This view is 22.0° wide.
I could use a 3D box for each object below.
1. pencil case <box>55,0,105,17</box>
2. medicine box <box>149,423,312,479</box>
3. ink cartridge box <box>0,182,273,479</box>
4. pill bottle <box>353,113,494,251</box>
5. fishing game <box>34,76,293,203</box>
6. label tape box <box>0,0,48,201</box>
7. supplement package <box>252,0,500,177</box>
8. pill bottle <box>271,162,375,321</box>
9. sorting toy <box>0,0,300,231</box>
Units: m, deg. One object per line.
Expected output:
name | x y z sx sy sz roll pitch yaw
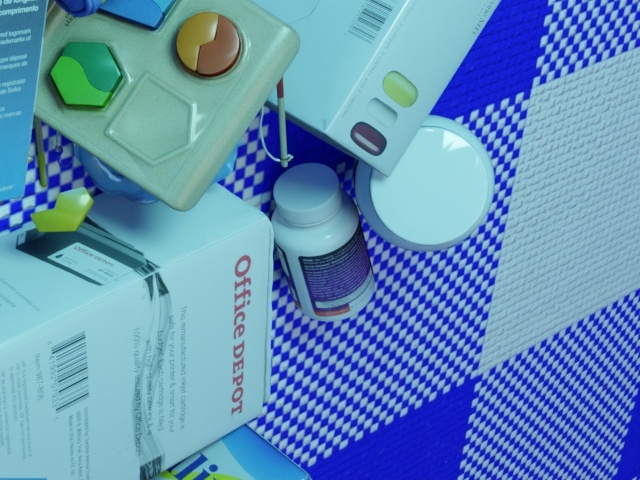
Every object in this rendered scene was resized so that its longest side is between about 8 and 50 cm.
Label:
pencil case | -0.148 -0.343 1.549 0.306 0.119 0.133 -42 109 -20
medicine box | -0.179 0.336 1.915 0.289 0.263 0.149 -45 144 -17
ink cartridge box | -0.249 0.125 1.752 0.395 0.166 0.285 -26 135 -36
pill bottle | 0.120 -0.069 1.941 0.162 0.162 0.278 -59 -179 3
fishing game | -0.163 -0.116 1.693 0.264 0.041 0.189 -8 130 -5
label tape box | -0.367 -0.187 1.421 0.249 0.115 0.348 -16 125 -43
supplement package | 0.040 -0.239 1.781 0.262 0.204 0.145 -58 145 1
pill bottle | 0.000 0.000 2.002 0.108 0.108 0.193 -41 142 -22
sorting toy | -0.193 -0.133 1.599 0.307 0.229 0.041 -56 -179 -1
